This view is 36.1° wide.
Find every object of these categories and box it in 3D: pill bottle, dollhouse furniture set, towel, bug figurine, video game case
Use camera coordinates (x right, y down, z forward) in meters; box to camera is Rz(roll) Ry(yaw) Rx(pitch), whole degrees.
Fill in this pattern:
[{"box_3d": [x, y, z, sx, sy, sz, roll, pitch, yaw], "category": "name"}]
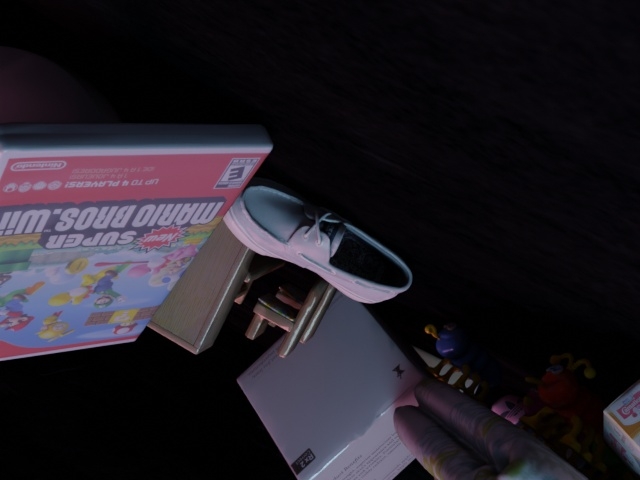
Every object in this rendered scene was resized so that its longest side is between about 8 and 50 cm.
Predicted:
[{"box_3d": [-0.297, -0.052, 0.946, 0.229, 0.229, 0.408, 32, 169, -10], "category": "pill bottle"}, {"box_3d": [-0.090, 0.000, 1.001, 0.212, 0.161, 0.242, 29, -168, 9], "category": "dollhouse furniture set"}, {"box_3d": [0.223, 0.265, 0.870, 0.321, 0.090, 0.374, 38, 176, -6], "category": "towel"}, {"box_3d": [0.222, 0.164, 0.955, 0.216, 0.072, 0.279, 41, 171, -21], "category": "bug figurine"}, {"box_3d": [-0.183, 0.010, 0.746, 0.204, 0.285, 0.025, -5, -121, -38], "category": "video game case"}]

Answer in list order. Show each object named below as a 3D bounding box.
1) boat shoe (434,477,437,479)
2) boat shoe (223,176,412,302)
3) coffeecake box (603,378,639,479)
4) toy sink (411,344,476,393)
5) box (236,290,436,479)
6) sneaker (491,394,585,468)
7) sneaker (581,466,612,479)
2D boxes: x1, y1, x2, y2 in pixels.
[{"box_3d": [0.231, 0.370, 1.194, 0.302, 0.094, 0.109, 36, 147, 44], "category": "boat shoe"}, {"box_3d": [0.000, 0.000, 0.841, 0.184, 0.066, 0.063, 37, 154, -21], "category": "boat shoe"}, {"box_3d": [0.293, 0.186, 0.711, 0.185, 0.068, 0.142, 50, 179, 26], "category": "coffeecake box"}, {"box_3d": [0.074, 0.188, 1.333, 0.234, 0.131, 0.153, 26, 170, -1], "category": "toy sink"}, {"box_3d": [0.032, 0.179, 1.135, 0.119, 0.181, 0.182, 43, -175, -46], "category": "box"}, {"box_3d": [0.255, 0.300, 1.323, 0.131, 0.112, 0.319, 49, 154, 20], "category": "sneaker"}, {"box_3d": [0.375, 0.354, 1.477, 0.126, 0.091, 0.240, 2, 156, 30], "category": "sneaker"}]
